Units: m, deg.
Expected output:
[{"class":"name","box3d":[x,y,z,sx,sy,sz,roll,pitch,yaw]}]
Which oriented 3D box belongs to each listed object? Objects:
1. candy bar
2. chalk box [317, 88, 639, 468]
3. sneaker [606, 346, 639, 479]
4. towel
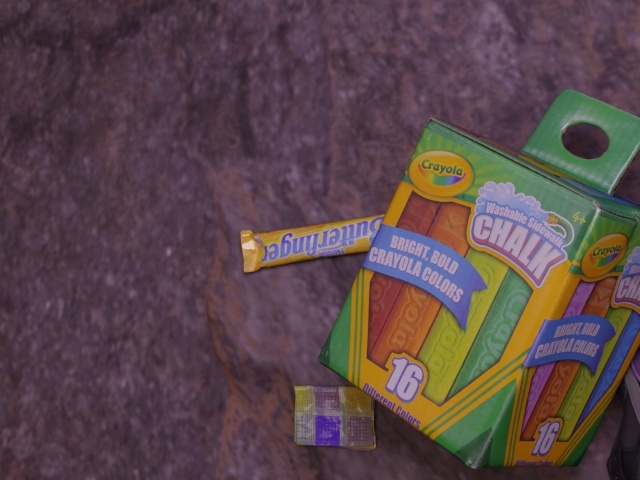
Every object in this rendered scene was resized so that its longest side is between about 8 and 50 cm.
[{"class":"candy bar","box3d":[0.000,0.000,1.234,0.161,0.018,0.040,-8,88,20]},{"class":"chalk box","box3d":[0.164,0.018,1.068,0.180,0.179,0.289,30,102,37]},{"class":"sneaker","box3d":[0.296,0.204,1.046,0.124,0.107,0.283,-27,43,34]},{"class":"towel","box3d":[0.014,0.167,1.236,0.083,0.009,0.060,2,92,19]}]
